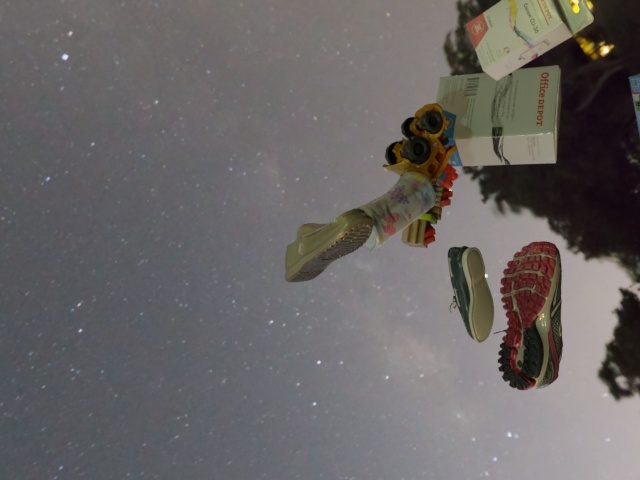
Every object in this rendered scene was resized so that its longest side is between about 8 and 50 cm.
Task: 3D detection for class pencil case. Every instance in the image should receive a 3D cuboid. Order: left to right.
[{"bbox_3d":[0.194,-0.083,1.518,0.273,0.113,0.124,-37,-73,-30],"label":"pencil case"}]

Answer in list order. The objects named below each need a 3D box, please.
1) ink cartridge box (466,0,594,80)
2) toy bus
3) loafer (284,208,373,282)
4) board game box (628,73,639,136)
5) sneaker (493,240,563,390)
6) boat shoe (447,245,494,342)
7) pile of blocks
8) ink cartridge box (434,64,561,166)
[{"bbox_3d":[0.389,-0.408,1.052,0.067,0.198,0.116,9,-119,-49],"label":"ink cartridge box"},{"bbox_3d":[0.324,-0.258,1.644,0.211,0.149,0.220,33,-100,-16],"label":"toy bus"},{"bbox_3d":[0.000,0.000,1.136,0.101,0.268,0.092,-3,-115,-41],"label":"loafer"},{"bbox_3d":[0.895,-0.336,1.472,0.160,0.039,0.212,-123,14,-76],"label":"board game box"},{"bbox_3d":[0.437,0.150,1.141,0.111,0.120,0.300,6,-87,-32],"label":"sneaker"},{"bbox_3d":[0.373,0.136,1.420,0.095,0.079,0.255,-29,-70,-33],"label":"boat shoe"},{"bbox_3d":[0.376,-0.131,1.892,0.149,0.112,0.362,58,-135,-50],"label":"pile of blocks"},{"bbox_3d":[0.586,-0.407,1.869,0.166,0.394,0.286,53,-134,-51],"label":"ink cartridge box"}]
